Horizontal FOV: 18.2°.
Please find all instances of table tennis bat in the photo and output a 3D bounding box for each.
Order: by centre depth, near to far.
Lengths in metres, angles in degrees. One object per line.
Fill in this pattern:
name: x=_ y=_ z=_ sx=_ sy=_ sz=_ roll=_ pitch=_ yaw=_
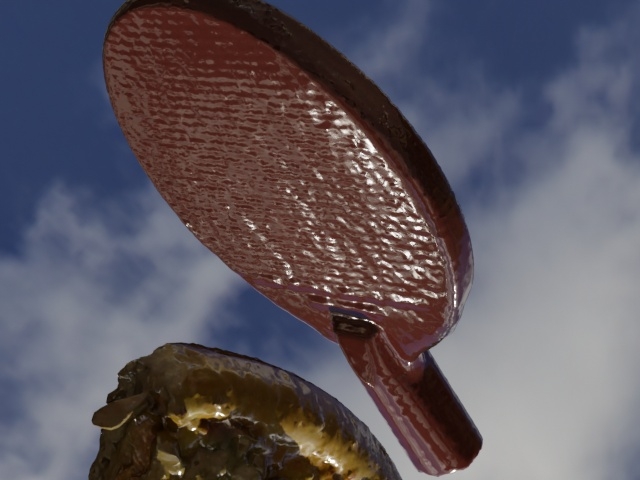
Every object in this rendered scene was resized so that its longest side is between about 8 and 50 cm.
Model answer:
table tennis bat: x=0.000 y=0.000 z=1.293 sx=0.268 sy=0.415 sz=0.051 roll=8 pitch=-132 yaw=46

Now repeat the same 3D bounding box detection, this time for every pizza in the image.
pizza: x=-0.054 y=0.140 z=0.762 sx=0.199 sy=0.188 sz=0.062 roll=-50 pitch=-134 yaw=4
